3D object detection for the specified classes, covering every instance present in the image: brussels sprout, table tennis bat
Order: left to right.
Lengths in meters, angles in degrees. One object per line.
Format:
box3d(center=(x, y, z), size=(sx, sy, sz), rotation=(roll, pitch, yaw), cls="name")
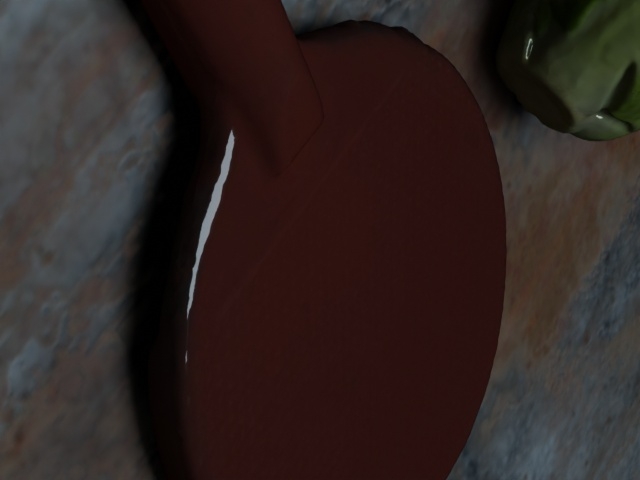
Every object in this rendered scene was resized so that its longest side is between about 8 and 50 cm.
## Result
box3d(center=(0.000, 0.000, 0.728), size=(0.268, 0.051, 0.414), rotation=(-54, 141, -28), cls="table tennis bat")
box3d(center=(0.182, -0.145, 0.851), size=(0.131, 0.145, 0.183), rotation=(43, 58, -21), cls="brussels sprout")
